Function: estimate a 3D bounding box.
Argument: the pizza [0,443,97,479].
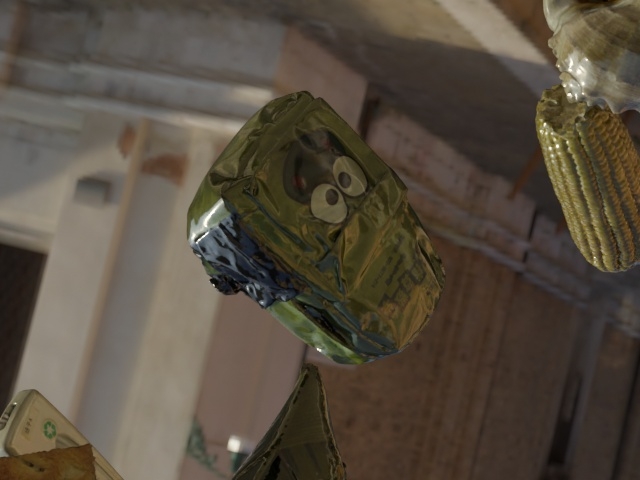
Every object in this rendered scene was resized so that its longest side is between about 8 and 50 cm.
[{"bbox_3d":[-0.278,0.271,1.401,0.175,0.134,0.046,38,145,25],"label":"pizza"}]

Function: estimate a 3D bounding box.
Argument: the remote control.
[{"bbox_3d":[-0.273,0.267,1.515,0.049,0.090,0.230,-15,127,33],"label":"remote control"}]

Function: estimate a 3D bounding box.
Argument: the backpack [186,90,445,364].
[{"bbox_3d":[0.000,0.000,1.278,0.253,0.207,0.140,46,139,-14],"label":"backpack"}]

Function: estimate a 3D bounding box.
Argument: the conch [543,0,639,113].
[{"bbox_3d":[0.410,-0.302,1.686,0.186,0.324,0.263,18,-142,-53],"label":"conch"}]

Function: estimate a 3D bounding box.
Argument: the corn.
[{"bbox_3d":[0.386,-0.083,1.887,0.131,0.131,0.344,11,151,34],"label":"corn"}]

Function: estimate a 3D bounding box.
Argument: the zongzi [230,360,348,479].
[{"bbox_3d":[-0.076,0.218,0.921,0.125,0.274,0.250,-11,168,43],"label":"zongzi"}]
